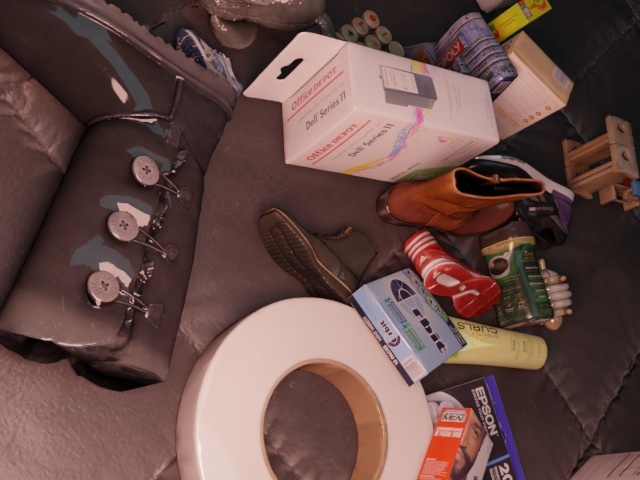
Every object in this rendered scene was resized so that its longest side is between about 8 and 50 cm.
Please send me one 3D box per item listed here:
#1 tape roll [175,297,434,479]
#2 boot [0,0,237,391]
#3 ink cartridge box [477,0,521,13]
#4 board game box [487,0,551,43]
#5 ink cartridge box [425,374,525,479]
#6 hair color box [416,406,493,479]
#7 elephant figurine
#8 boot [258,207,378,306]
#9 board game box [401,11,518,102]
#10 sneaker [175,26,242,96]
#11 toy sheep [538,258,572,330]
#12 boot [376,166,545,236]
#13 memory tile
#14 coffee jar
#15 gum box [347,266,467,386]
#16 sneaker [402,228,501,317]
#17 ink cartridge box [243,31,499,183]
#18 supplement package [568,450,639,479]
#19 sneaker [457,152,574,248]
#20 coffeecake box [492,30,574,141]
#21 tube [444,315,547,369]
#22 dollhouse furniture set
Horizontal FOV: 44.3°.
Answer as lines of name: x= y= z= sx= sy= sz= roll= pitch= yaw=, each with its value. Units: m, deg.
tape roll: x=-0.009 y=0.274 z=1.095 sx=0.392 sy=0.072 sz=0.392 roll=13 pitch=65 yaw=-30
boot: x=-0.314 y=-0.072 z=0.988 sx=0.367 sy=0.146 sz=0.445 roll=23 pitch=66 yaw=-23
ink cartridge box: x=0.399 y=-0.579 z=1.675 sx=0.190 sy=0.082 sz=0.140 roll=-27 pitch=89 yaw=-39
board game box: x=0.344 y=-0.403 z=1.509 sx=0.092 sy=0.181 sz=0.043 roll=-36 pitch=94 yaw=-37
ink cartridge box: x=0.252 y=0.332 z=1.264 sx=0.208 sy=0.045 sz=0.206 roll=-9 pitch=77 yaw=-37
hair color box: x=0.191 y=0.336 z=1.135 sx=0.093 sy=0.053 sz=0.167 roll=57 pitch=44 yaw=-31
elephant figurine: x=-0.123 y=-0.388 z=1.233 sx=0.239 sy=0.186 sz=0.169 roll=-23 pitch=130 yaw=-27
boot: x=0.000 y=0.000 z=1.209 sx=0.198 sy=0.076 sz=0.137 roll=53 pitch=47 yaw=-22
board game box: x=0.234 y=-0.310 z=1.425 sx=0.060 sy=0.194 sz=0.194 roll=-12 pitch=65 yaw=-37
sneaker: x=-0.170 y=-0.270 z=1.208 sx=0.135 sy=0.052 sz=0.058 roll=55 pitch=43 yaw=-14
toy sheep: x=0.416 y=0.098 z=1.432 sx=0.091 sy=0.091 sz=0.132 roll=-1 pitch=84 yaw=-34
boot: x=0.258 y=-0.075 z=1.242 sx=0.264 sy=0.280 sz=0.096 roll=9 pitch=80 yaw=-21
memory tile: x=0.084 y=-0.350 z=1.423 sx=0.113 sy=0.012 sz=0.148 roll=53 pitch=53 yaw=-6
coffee jar: x=0.345 y=0.061 z=1.393 sx=0.079 sy=0.096 sz=0.185 roll=-1 pitch=74 yaw=-37
gum box: x=0.138 y=0.125 z=1.202 sx=0.157 sy=0.041 sz=0.184 roll=55 pitch=26 yaw=12
sneaker: x=0.219 y=0.043 z=1.323 sx=0.221 sy=0.087 sz=0.128 roll=36 pitch=19 yaw=-50
ink cartridge box: x=0.077 y=-0.193 z=1.238 sx=0.353 sy=0.207 sz=0.119 roll=7 pitch=68 yaw=-31
supplement package: x=0.543 y=0.436 z=1.294 sx=0.133 sy=0.244 sz=0.139 roll=-26 pitch=88 yaw=-37
sneaker: x=0.363 y=-0.067 z=1.452 sx=0.283 sy=0.107 sz=0.124 roll=19 pitch=69 yaw=-27
coffeecake box: x=0.347 y=-0.278 z=1.463 sx=0.142 sy=0.185 sz=0.068 roll=39 pitch=56 yaw=-16
tube: x=0.272 y=0.177 z=1.328 sx=0.240 sy=0.062 sz=0.070 roll=12 pitch=27 yaw=-23
dollhouse furniture set: x=0.620 y=-0.158 z=1.636 sx=0.183 sy=0.129 sz=0.129 roll=12 pitch=66 yaw=-29
